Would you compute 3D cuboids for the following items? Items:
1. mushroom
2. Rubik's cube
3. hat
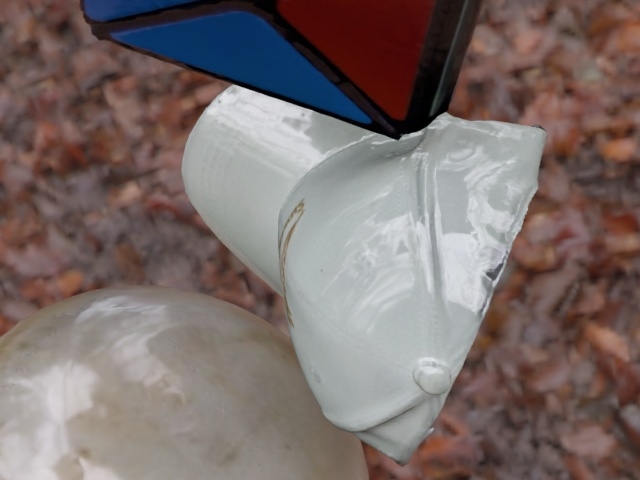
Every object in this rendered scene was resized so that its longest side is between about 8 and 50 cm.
[{"bbox_3d":[-0.141,0.218,1.311,0.362,0.295,0.362,11,49,-13],"label":"mushroom"},{"bbox_3d":[-0.001,-0.243,0.964,0.248,0.246,0.250,16,67,1],"label":"Rubik's cube"},{"bbox_3d":[0.007,0.001,1.156,0.301,0.258,0.168,32,28,24],"label":"hat"}]
